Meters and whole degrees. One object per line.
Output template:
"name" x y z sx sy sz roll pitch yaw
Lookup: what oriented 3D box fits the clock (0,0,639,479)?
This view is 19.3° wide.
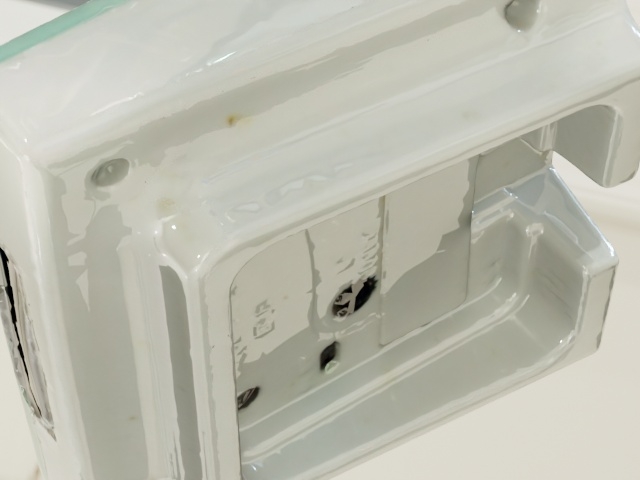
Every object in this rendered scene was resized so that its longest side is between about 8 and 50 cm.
"clock" 0.000 0.000 0.701 0.116 0.231 0.262 50 156 32
